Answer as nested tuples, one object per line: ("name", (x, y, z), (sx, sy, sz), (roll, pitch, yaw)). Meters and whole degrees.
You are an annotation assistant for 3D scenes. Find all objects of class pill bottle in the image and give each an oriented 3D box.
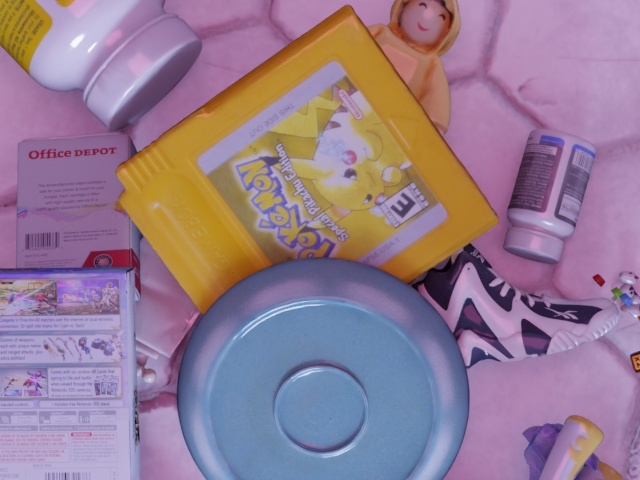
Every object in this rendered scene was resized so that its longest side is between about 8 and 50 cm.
("pill bottle", (-0.293, -0.287, 1.861), (0.188, 0.188, 0.334), (-43, 84, -5))
("pill bottle", (0.251, -0.048, 1.876), (0.078, 0.078, 0.137), (17, 83, 3))

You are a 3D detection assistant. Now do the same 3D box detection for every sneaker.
("sneaker", (0.200, 0.055, 1.854), (0.235, 0.094, 0.153), (-13, 91, 9))

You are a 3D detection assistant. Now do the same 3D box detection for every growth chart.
("growth chart", (-0.186, 0.037, 1.888), (0.172, 0.021, 0.237), (37, 84, 16))

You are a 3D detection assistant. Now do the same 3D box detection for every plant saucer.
("plant saucer", (0.002, 0.176, 1.811), (0.318, 0.044, 0.317), (0, 102, 2))

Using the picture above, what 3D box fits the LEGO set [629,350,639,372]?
("LEGO set", (0.427, 0.175, 1.777), (0.244, 0.060, 0.182), (50, 49, -12))

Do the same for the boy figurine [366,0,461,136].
("boy figurine", (0.074, -0.167, 1.890), (0.177, 0.092, 0.285), (37, 87, 8))

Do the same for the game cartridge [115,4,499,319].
("game cartridge", (-0.019, -0.045, 1.803), (0.324, 0.052, 0.285), (-35, 100, 7))

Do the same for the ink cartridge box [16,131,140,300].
("ink cartridge box", (-0.265, -0.022, 1.865), (0.127, 0.072, 0.175), (-4, 71, 4))

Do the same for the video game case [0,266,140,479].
("video game case", (-0.328, 0.151, 1.787), (0.269, 0.061, 0.244), (0, 96, 3))

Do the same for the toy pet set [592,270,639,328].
("toy pet set", (0.368, 0.069, 1.842), (0.065, 0.122, 0.114), (-42, 103, 2))

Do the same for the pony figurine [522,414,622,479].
("pony figurine", (0.223, 0.373, 1.746), (0.351, 0.303, 0.363), (34, 69, -4))
